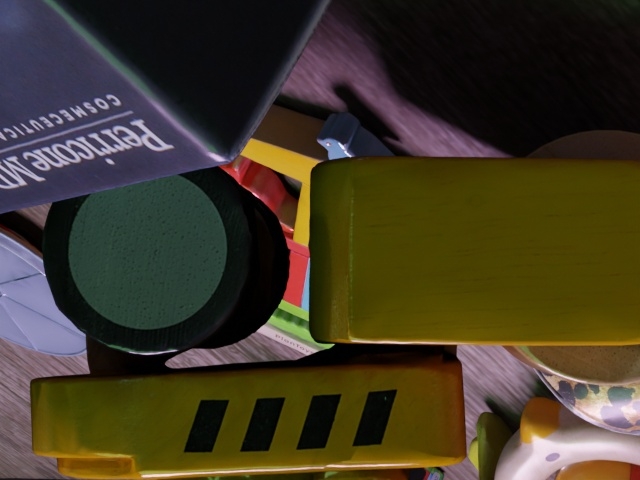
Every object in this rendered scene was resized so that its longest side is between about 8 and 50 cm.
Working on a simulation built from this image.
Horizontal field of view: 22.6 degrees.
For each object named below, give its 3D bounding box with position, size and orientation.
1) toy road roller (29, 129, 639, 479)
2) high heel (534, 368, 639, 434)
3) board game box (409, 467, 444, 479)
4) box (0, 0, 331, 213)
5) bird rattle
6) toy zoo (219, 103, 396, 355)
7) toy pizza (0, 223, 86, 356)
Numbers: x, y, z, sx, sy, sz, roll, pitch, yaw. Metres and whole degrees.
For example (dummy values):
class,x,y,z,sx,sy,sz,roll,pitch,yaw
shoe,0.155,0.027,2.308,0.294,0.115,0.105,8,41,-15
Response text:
class,x,y,z,sx,sy,sz,roll,pitch,yaw
toy road roller,0.026,0.078,0.776,0.329,0.240,0.202,-2,177,4
high heel,0.220,0.038,0.873,0.261,0.093,0.186,42,123,18
board game box,0.003,0.218,1.247,0.141,0.170,0.048,39,153,-20
box,-0.206,-0.209,0.639,0.395,0.212,0.293,42,150,-28
bird rattle,0.202,0.197,1.084,0.253,0.143,0.207,18,136,13
toy zoo,0.000,0.000,1.018,0.192,0.030,0.293,24,153,8
toy pizza,-0.264,0.027,1.313,0.201,0.032,0.201,22,152,12
